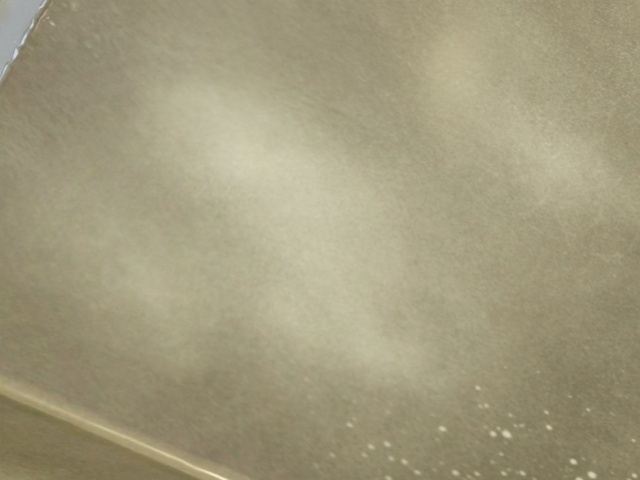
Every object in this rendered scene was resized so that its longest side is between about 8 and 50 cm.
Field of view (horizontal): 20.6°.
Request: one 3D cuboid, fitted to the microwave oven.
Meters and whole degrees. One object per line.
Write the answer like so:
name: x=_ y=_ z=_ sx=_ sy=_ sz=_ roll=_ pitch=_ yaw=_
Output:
microwave oven: x=0.000 y=0.000 z=0.773 sx=0.374 sy=0.236 sz=0.432 roll=25 pitch=47 yaw=-6
